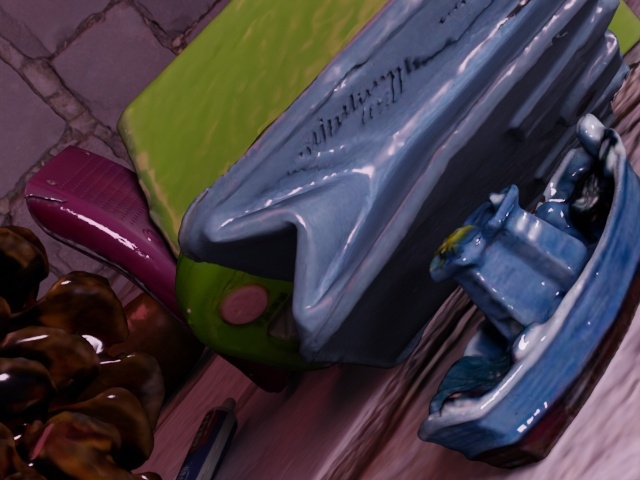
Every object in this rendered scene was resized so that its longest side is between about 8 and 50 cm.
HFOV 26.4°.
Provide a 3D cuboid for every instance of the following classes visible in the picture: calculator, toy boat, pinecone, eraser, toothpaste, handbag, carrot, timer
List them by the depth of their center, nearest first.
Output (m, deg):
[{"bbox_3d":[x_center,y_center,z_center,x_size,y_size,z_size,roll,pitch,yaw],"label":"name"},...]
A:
[{"bbox_3d":[0.071,0.012,0.451,0.137,0.061,0.060,-52,9,-29],"label":"toy boat"},{"bbox_3d":[0.051,-0.032,0.530,0.179,0.062,0.229,-47,-13,3],"label":"handbag"},{"bbox_3d":[0.000,0.000,0.668,0.140,0.128,0.047,-54,47,17],"label":"timer"},{"bbox_3d":[-0.194,0.118,0.736,0.244,0.244,0.309,-47,39,11],"label":"pinecone"},{"bbox_3d":[-0.072,0.136,0.774,0.037,0.021,0.140,-48,11,37],"label":"toothpaste"},{"bbox_3d":[0.021,-0.091,0.783,0.274,0.092,0.210,-44,43,14],"label":"eraser"},{"bbox_3d":[-0.086,0.011,0.818,0.034,0.190,0.126,-51,8,13],"label":"calculator"},{"bbox_3d":[-0.174,0.121,1.181,0.193,0.087,0.087,-47,8,26],"label":"carrot"}]
